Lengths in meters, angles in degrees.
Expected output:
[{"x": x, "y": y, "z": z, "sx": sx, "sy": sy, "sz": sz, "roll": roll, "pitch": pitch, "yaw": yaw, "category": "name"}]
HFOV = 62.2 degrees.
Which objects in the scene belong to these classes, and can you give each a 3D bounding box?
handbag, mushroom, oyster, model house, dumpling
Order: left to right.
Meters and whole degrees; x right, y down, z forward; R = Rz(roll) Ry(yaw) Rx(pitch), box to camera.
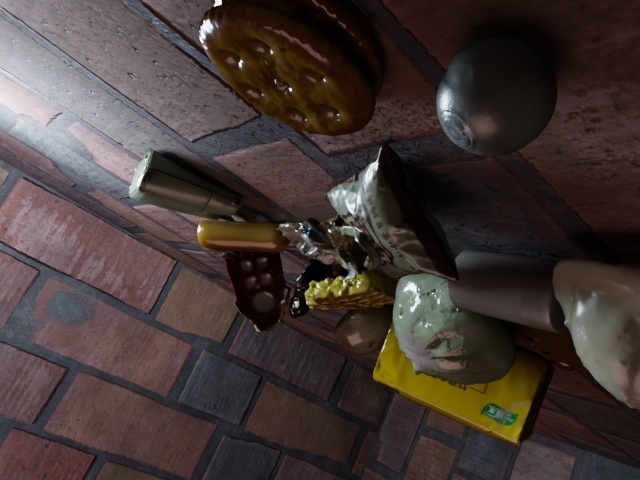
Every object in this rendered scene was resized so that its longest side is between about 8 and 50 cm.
[{"x": -0.301, "y": -0.113, "z": 1.317, "sx": 0.315, "sy": 0.109, "sz": 0.241, "roll": 18, "pitch": 170, "yaw": -25, "category": "handbag"}, {"x": -0.167, "y": 0.137, "z": 1.458, "sx": 0.160, "sy": 0.254, "sz": 0.196, "roll": -17, "pitch": -177, "yaw": -11, "category": "model house"}, {"x": 0.000, "y": 0.000, "z": 1.159, "sx": 0.223, "sy": 0.083, "sz": 0.214, "roll": 24, "pitch": 162, "yaw": 25, "category": "oyster"}, {"x": 0.118, "y": 0.208, "z": 1.503, "sx": 0.215, "sy": 0.207, "sz": 0.207, "roll": 56, "pitch": 179, "yaw": 28, "category": "mushroom"}, {"x": 0.103, "y": -0.024, "z": 0.822, "sx": 0.213, "sy": 0.127, "sz": 0.235, "roll": 55, "pitch": 161, "yaw": -5, "category": "handbag"}, {"x": 0.454, "y": 0.129, "z": 0.663, "sx": 0.318, "sy": 0.187, "sz": 0.243, "roll": 26, "pitch": 170, "yaw": 0, "category": "dumpling"}]

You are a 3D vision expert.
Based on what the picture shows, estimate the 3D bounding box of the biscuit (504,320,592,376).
[{"x": 0.499, "y": 0.196, "z": 1.060, "sx": 0.359, "sy": 0.074, "sz": 0.381, "roll": 39, "pitch": 157, "yaw": -33, "category": "biscuit"}]

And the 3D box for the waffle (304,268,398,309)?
[{"x": 0.074, "y": 0.137, "z": 1.316, "sx": 0.219, "sy": 0.057, "sz": 0.229, "roll": -14, "pitch": 158, "yaw": 26, "category": "waffle"}]

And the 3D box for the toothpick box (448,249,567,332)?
[{"x": 0.314, "y": 0.078, "z": 0.867, "sx": 0.180, "sy": 0.111, "sz": 0.111, "roll": 9, "pitch": 157, "yaw": 48, "category": "toothpick box"}]

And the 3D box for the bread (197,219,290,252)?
[{"x": -0.188, "y": -0.008, "z": 1.324, "sx": 0.239, "sy": 0.074, "sz": 0.092, "roll": 3, "pitch": 162, "yaw": 15, "category": "bread"}]

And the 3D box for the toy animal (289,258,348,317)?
[{"x": -0.005, "y": 0.134, "z": 1.407, "sx": 0.116, "sy": 0.179, "sz": 0.218, "roll": 21, "pitch": 158, "yaw": 14, "category": "toy animal"}]

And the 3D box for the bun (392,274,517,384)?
[{"x": 0.246, "y": 0.191, "z": 1.088, "sx": 0.293, "sy": 0.187, "sz": 0.293, "roll": 45, "pitch": 171, "yaw": 9, "category": "bun"}]

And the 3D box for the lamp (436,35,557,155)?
[{"x": 0.155, "y": -0.127, "z": 0.473, "sx": 0.105, "sy": 0.105, "sz": 0.105, "roll": 24, "pitch": 164, "yaw": 7, "category": "lamp"}]

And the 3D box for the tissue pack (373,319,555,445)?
[{"x": 0.372, "y": 0.345, "z": 1.367, "sx": 0.382, "sy": 0.228, "sz": 0.293, "roll": 17, "pitch": 173, "yaw": 30, "category": "tissue pack"}]

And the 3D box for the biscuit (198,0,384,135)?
[{"x": -0.032, "y": -0.200, "z": 0.600, "sx": 0.220, "sy": 0.066, "sz": 0.220, "roll": 25, "pitch": 168, "yaw": 6, "category": "biscuit"}]
